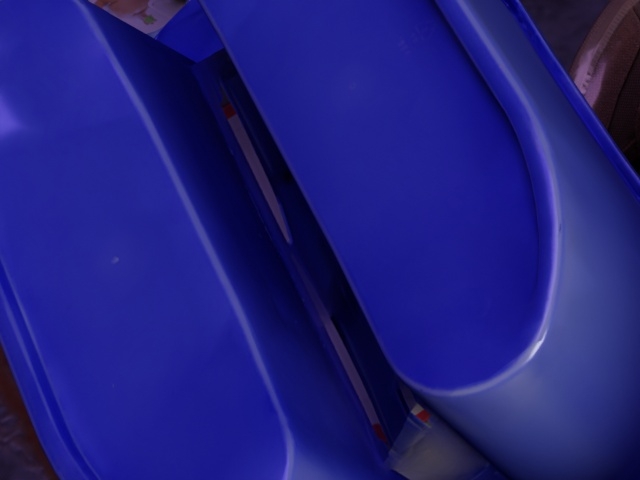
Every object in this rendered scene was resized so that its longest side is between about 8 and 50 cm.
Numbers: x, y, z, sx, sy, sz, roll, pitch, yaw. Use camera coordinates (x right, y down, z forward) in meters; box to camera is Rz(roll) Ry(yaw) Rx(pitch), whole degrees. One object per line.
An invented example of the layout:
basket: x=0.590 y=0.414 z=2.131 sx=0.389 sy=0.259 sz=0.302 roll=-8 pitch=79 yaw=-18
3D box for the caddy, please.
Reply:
caddy: x=0.000 y=0.000 z=0.677 sx=0.241 sy=0.179 sz=0.341 roll=-35 pitch=59 yaw=13

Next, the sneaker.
sneaker: x=0.170 y=-0.088 z=0.766 sx=0.071 sy=0.066 sz=0.188 roll=23 pitch=64 yaw=23

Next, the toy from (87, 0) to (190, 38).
toy: x=-0.039 y=-0.152 z=0.858 sx=0.137 sy=0.056 sz=0.237 roll=28 pitch=66 yaw=26
